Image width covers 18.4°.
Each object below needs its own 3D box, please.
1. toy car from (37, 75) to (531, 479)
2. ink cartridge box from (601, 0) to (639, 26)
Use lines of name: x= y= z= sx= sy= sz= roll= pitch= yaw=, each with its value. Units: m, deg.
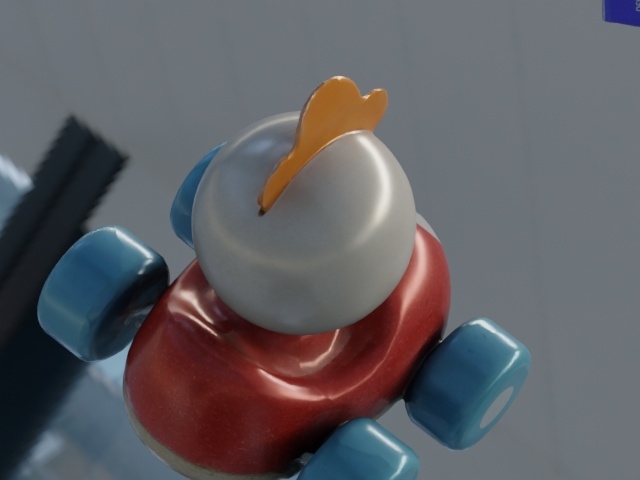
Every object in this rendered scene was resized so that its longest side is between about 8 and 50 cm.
toy car: x=0.000 y=0.000 z=1.029 sx=0.219 sy=0.210 sz=0.238 roll=38 pitch=-41 yaw=18
ink cartridge box: x=0.282 y=-0.210 z=1.261 sx=0.045 sy=0.208 sz=0.206 roll=116 pitch=-19 yaw=-58
